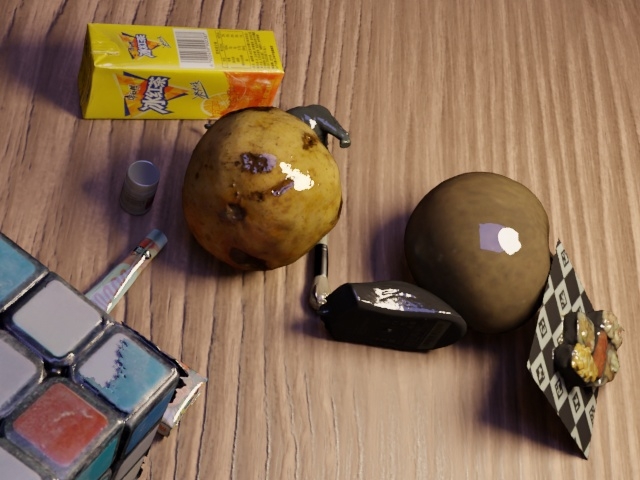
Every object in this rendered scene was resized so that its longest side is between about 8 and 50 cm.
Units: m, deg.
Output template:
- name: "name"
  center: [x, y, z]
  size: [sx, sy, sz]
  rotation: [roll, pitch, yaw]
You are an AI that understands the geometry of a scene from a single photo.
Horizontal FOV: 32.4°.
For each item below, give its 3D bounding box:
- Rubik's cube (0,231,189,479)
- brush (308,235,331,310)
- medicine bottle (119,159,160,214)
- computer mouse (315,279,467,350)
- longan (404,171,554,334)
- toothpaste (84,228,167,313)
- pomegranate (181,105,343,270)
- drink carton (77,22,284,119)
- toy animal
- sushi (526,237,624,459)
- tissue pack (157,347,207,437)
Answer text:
- name: "Rubik's cube"
  center: [-0.444, 0.257, 1.456]
  size: [0.363, 0.362, 0.359]
  rotation: [35, 53, 7]
- name: "brush"
  center: [0.000, 0.000, 1.994]
  size: [0.042, 0.039, 0.299]
  rotation: [9, 54, -13]
- name: "medicine bottle"
  center: [-0.313, -0.091, 1.905]
  size: [0.058, 0.091, 0.058]
  rotation: [9, 55, -14]
- name: "computer mouse"
  center: [0.118, 0.121, 1.888]
  size: [0.264, 0.147, 0.088]
  rotation: [8, 55, -17]
- name: "longan"
  center: [0.297, 0.020, 1.955]
  size: [0.300, 0.243, 0.300]
  rotation: [2, 82, -19]
- name: "toothpaste"
  center: [-0.330, 0.059, 1.837]
  size: [0.056, 0.036, 0.205]
  rotation: [36, 57, 3]
- name: "pomegranate"
  center: [-0.102, -0.090, 1.875]
  size: [0.281, 0.281, 0.281]
  rotation: [9, 55, -14]
- name: "drink carton"
  center: [-0.260, -0.305, 2.027]
  size: [0.351, 0.154, 0.111]
  rotation: [-2, 58, -22]
- name: "toy animal"
  center: [-0.071, -0.185, 2.065]
  size: [0.270, 0.082, 0.137]
  rotation: [-11, 59, -21]
- name: "sushi"
  center: [0.461, 0.185, 1.912]
  size: [0.292, 0.059, 0.294]
  rotation: [54, 42, -36]
- name: "tissue pack"
  center: [-0.269, 0.225, 1.732]
  size: [0.148, 0.060, 0.108]
  rotation: [33, 54, 4]
